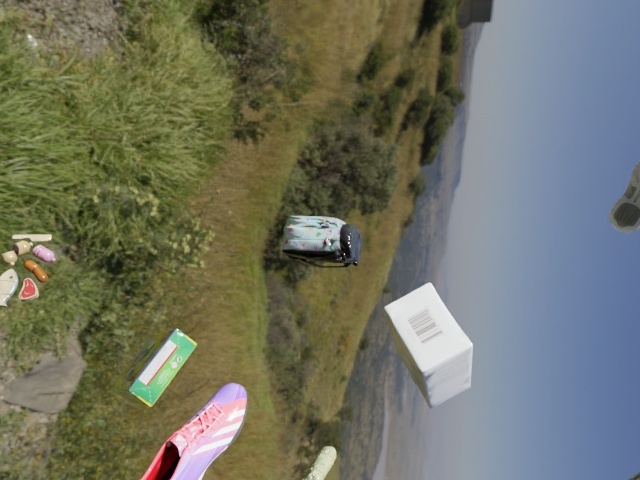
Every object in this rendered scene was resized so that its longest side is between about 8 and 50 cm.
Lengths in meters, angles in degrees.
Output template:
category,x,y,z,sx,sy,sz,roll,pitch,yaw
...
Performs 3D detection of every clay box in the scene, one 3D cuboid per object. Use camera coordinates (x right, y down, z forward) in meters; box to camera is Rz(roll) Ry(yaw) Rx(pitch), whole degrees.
category,x,y,z,sx,sy,sz,roll,pitch,yaw
clay box,-0.316,0.234,0.961,0.053,0.222,0.127,43,60,-16

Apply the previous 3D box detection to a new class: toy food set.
category,x,y,z,sx,sy,sz,roll,pitch,yaw
toy food set,-0.443,0.040,0.783,0.019,0.077,0.122,115,-30,-56

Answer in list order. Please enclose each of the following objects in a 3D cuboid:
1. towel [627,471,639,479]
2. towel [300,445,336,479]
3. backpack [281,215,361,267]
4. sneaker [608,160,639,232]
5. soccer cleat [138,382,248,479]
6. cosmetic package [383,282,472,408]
category,x,y,z,sx,sy,sz,roll,pitch,yaw
towel,0.628,0.534,0.840,0.320,0.374,0.090,-48,176,24
towel,-0.032,0.360,0.717,0.148,0.027,0.110,-59,167,8
backpack,0.000,0.000,1.231,0.152,0.181,0.115,45,51,-70
sneaker,0.762,-0.133,1.206,0.115,0.090,0.232,-28,149,-45
soccer cleat,-0.270,0.435,1.140,0.318,0.108,0.116,-53,142,-35
cosmetic package,0.316,0.316,1.498,0.217,0.156,0.385,61,-1,32
